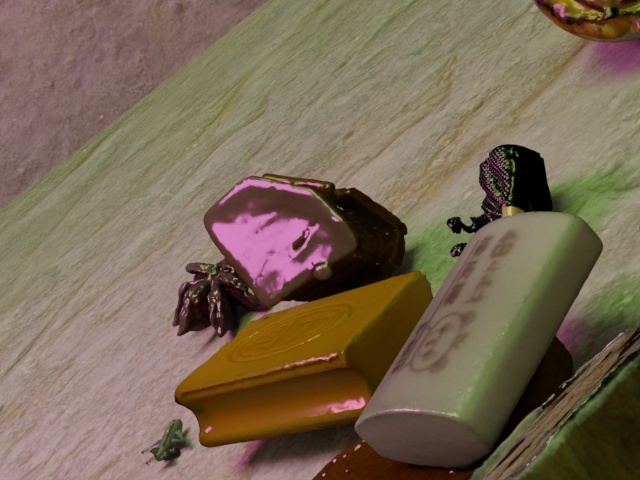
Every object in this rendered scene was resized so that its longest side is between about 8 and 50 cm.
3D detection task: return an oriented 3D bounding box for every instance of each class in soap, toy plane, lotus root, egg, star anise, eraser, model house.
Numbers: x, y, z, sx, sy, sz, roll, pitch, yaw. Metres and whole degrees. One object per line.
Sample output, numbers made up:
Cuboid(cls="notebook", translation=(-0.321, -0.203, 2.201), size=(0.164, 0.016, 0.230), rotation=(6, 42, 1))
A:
Cuboid(cls="soap", translation=(-0.010, 0.147, 1.703), size=(0.324, 0.096, 0.204), rotation=(-18, 16, 44))
Cuboid(cls="toy plane", translation=(-0.209, 0.278, 1.922), size=(0.080, 0.033, 0.083), rotation=(-24, 21, 37))
Cuboid(cls="lotus root", translation=(0.251, 0.188, 1.135), size=(0.272, 0.192, 0.272), rotation=(-42, -14, -13))
Cuboid(cls="egg", translation=(0.428, -0.370, 1.934), size=(0.264, 0.174, 0.286), rotation=(-41, 47, 2))
Cuboid(cls="star anise", translation=(-0.154, 0.067, 2.146), size=(0.231, 0.089, 0.209), rotation=(-1, 36, 40))
Cuboid(cls="eraser", translation=(0.162, 0.098, 1.414), size=(0.174, 0.095, 0.270), rotation=(-14, 34, 54))
Cuboid(cls="model house", translation=(-0.001, 0.000, 1.906), size=(0.199, 0.219, 0.229), rotation=(-40, -23, 24))

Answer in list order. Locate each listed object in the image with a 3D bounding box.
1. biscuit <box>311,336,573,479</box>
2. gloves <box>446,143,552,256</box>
Cuboid(cls="biscuit", translation=(0.129, 0.240, 1.404), size=(0.381, 0.074, 0.359), rotation=(-46, 24, -18))
Cuboid(cls="gloves", translation=(0.230, -0.017, 1.711), size=(0.129, 0.106, 0.180), rotation=(-16, 62, 48))
